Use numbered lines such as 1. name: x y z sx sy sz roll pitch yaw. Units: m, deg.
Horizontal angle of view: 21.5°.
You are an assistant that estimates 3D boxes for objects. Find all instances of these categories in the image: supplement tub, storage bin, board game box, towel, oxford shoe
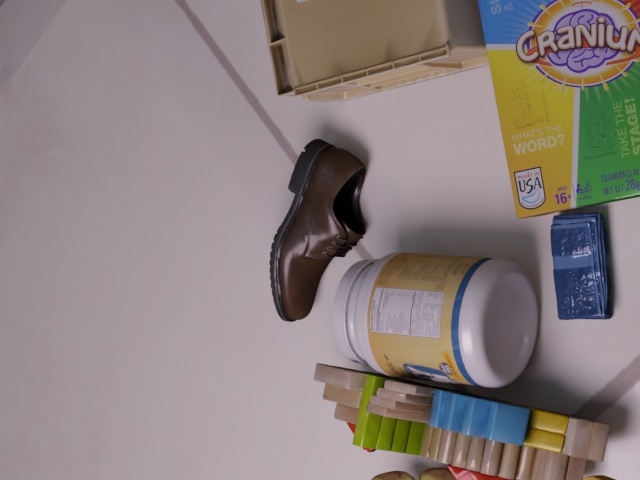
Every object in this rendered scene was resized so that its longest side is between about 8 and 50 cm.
1. supplement tub: 0.129 0.087 1.902 0.200 0.144 0.144 3 96 37
2. storage bin: 0.058 -0.309 1.932 0.260 0.123 0.262 -11 88 38
3. board game box: 0.297 -0.199 1.798 0.242 0.064 0.316 -12 87 37
4. towel: 0.285 0.030 1.851 0.067 0.029 0.119 -4 92 38
5. oxford shoe: 0.000 0.000 2.031 0.096 0.083 0.227 23 109 29

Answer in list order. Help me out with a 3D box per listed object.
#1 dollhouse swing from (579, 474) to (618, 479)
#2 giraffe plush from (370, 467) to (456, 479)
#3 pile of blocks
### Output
1. dollhouse swing: 0.410 0.217 1.587 0.315 0.347 0.305 23 99 33
2. giraffe plush: 0.123 0.390 1.941 0.181 0.210 0.170 16 136 25
3. pile of blocks: 0.143 0.225 1.890 0.362 0.149 0.112 9 87 36
